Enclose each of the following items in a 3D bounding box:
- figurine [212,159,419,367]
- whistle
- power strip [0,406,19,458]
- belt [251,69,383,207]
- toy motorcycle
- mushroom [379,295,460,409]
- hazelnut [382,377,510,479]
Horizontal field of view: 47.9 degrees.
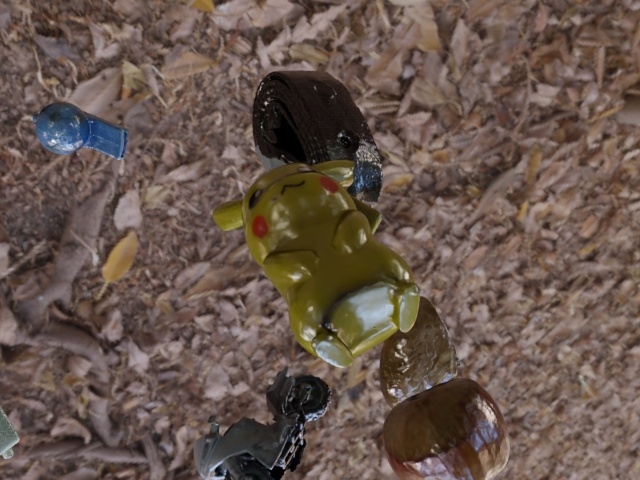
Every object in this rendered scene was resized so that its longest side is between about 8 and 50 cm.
[{"bbox_3d":[0.003,0.005,0.942,0.218,0.326,0.169,-26,151,-9],"label":"figurine"},{"bbox_3d":[-0.391,-0.171,1.136,0.090,0.158,0.090,-54,157,-35],"label":"whistle"},{"bbox_3d":[-0.704,0.266,1.406,0.062,0.091,0.385,-36,107,-35],"label":"power strip"},{"bbox_3d":[-0.022,-0.160,1.226,0.164,0.289,0.184,-6,145,-35],"label":"belt"},{"bbox_3d":[-0.098,0.308,1.151,0.106,0.159,0.270,90,25,-43],"label":"toy motorcycle"},{"bbox_3d":[0.189,0.267,1.515,0.151,0.156,0.285,-20,114,-25],"label":"mushroom"},{"bbox_3d":[0.210,0.339,1.200,0.210,0.210,0.186,-39,156,1],"label":"hazelnut"}]
